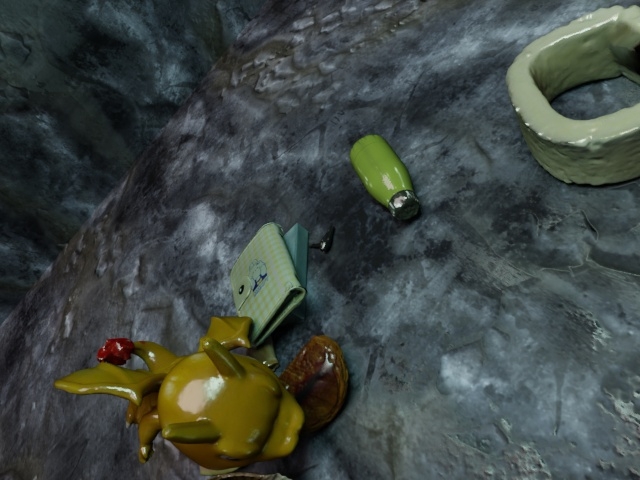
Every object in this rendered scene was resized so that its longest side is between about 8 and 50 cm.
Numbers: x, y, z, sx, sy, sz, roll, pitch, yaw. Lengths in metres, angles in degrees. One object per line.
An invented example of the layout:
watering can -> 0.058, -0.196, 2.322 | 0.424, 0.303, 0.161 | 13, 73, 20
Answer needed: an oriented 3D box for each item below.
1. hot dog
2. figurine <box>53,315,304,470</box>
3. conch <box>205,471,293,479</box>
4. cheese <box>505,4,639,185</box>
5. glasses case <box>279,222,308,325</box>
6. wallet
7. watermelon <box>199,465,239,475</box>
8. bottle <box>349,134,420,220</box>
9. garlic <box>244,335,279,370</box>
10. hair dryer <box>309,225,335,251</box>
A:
hot dog -> -0.028, 0.314, 0.911 | 0.227, 0.099, 0.160 | -45, 44, 10
figurine -> -0.261, 0.302, 0.822 | 0.387, 0.401, 0.267 | -7, 85, 46
conch -> -0.179, 0.564, 0.801 | 0.324, 0.263, 0.186 | -31, 9, -29
cheese -> 0.527, -0.278, 0.797 | 0.292, 0.153, 0.332 | -32, 48, 20
glasses case -> -0.073, 0.093, 1.138 | 0.105, 0.056, 0.266 | -41, 39, 47
wallet -> -0.148, 0.107, 1.105 | 0.223, 0.077, 0.309 | -48, 32, 15
watermelon -> -0.221, 0.440, 1.002 | 0.193, 0.137, 0.145 | -39, 10, 15
bottle -> 0.163, -0.155, 1.049 | 0.112, 0.112, 0.260 | -38, 46, 15
garlic -> -0.151, 0.278, 1.072 | 0.084, 0.066, 0.152 | -16, 50, -3
hair dryer -> 0.000, 0.000, 1.149 | 0.083, 0.031, 0.079 | -12, 45, 43
